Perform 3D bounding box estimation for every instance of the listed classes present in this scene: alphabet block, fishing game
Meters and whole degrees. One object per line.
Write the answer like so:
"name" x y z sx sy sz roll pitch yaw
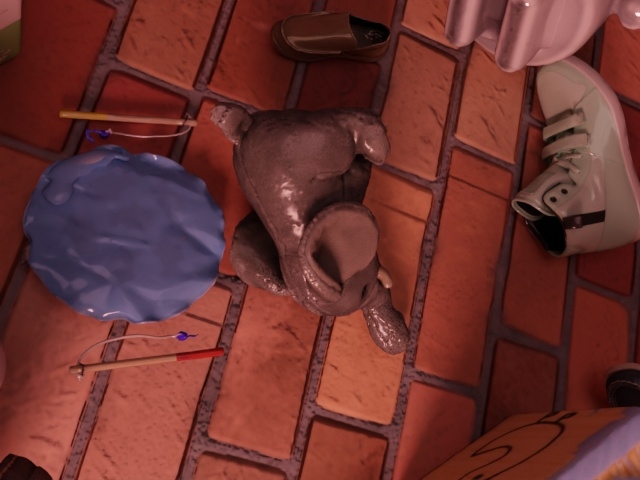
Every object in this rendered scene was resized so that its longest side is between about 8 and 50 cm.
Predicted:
"alphabet block" 0.223 0.286 0.690 0.192 0.197 0.194 -24 85 -27
"fishing game" -0.183 -0.004 0.692 0.189 0.041 0.264 -4 69 -24

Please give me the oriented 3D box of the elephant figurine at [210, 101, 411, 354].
"elephant figurine" 0.000 0.000 0.708 0.185 0.169 0.240 -2 88 -1

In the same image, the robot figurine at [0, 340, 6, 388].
"robot figurine" -0.328 0.055 0.500 0.209 0.278 0.174 4 34 15

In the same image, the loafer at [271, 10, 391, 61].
"loafer" 0.016 -0.236 0.836 0.147 0.050 0.056 -6 77 -24

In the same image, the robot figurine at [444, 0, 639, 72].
"robot figurine" 0.293 -0.355 0.904 0.300 0.200 0.353 36 62 18

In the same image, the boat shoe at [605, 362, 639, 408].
"boat shoe" 0.404 0.254 0.837 0.079 0.095 0.255 -43 103 -38

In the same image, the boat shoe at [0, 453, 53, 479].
"boat shoe" -0.331 0.269 0.466 0.130 0.132 0.355 45 76 -6

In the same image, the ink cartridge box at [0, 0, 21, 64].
"ink cartridge box" -0.329 -0.213 0.513 0.207 0.353 0.119 -41 93 -27

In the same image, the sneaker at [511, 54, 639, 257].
"sneaker" 0.291 -0.104 0.890 0.151 0.094 0.256 -15 80 -23
